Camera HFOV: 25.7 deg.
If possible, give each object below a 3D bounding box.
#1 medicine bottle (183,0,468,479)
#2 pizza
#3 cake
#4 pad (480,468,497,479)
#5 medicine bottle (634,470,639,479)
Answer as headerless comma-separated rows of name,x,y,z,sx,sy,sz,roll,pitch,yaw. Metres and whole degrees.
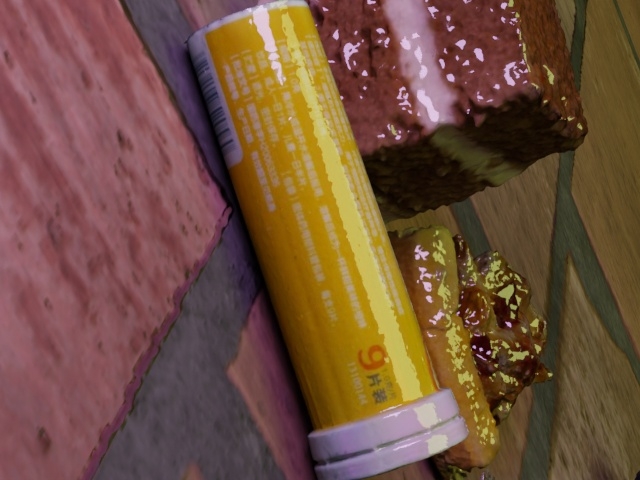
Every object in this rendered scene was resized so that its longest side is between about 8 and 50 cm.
medicine bottle,0.000,0.000,0.652,0.074,0.074,0.218,-12,84,-69
pizza,0.103,0.061,0.853,0.194,0.069,0.154,-7,79,-64
cake,0.051,-0.093,0.744,0.135,0.147,0.134,23,54,-63
pad,0.130,0.251,0.818,0.235,0.003,0.158,48,44,-46
medicine bottle,0.359,0.344,1.065,0.213,0.213,0.379,55,27,-38
